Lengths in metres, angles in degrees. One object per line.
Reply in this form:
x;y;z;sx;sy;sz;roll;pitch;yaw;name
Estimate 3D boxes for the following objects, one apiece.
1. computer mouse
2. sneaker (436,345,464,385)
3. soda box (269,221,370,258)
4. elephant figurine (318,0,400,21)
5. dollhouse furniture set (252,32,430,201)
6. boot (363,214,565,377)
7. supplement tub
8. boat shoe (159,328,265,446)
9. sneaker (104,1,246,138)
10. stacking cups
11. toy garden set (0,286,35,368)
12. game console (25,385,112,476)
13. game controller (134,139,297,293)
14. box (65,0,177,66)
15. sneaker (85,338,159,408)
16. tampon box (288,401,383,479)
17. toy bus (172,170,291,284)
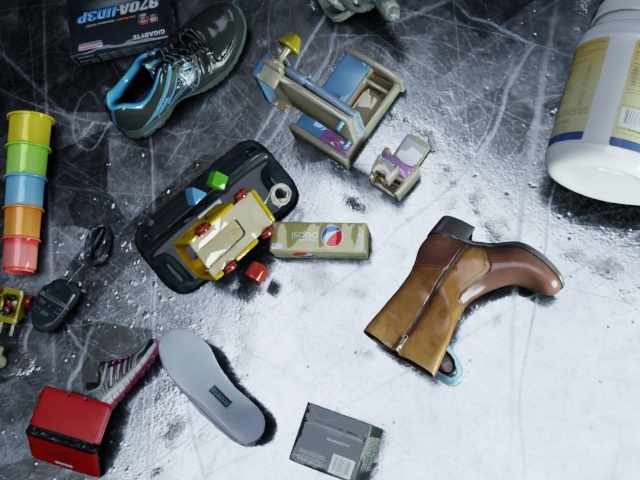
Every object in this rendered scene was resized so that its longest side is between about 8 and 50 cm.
-0.478;0.074;1.875;0.071;0.041;0.242;30;76;16;computer mouse
0.200;0.182;1.716;0.063;0.073;0.162;-39;74;-1;sneaker
0.000;0.000;1.797;0.181;0.061;0.058;2;77;10;soda box
0.047;-0.504;1.872;0.169;0.186;0.239;-34;101;35;elephant figurine
0.069;-0.259;1.724;0.286;0.303;0.198;33;85;15;dollhouse furniture set
0.252;0.112;1.672;0.264;0.096;0.280;28;65;15;boot
0.538;-0.243;1.683;0.228;0.228;0.316;16;80;12;supplement tub
-0.205;0.275;1.752;0.095;0.084;0.258;-33;74;-25;boat shoe
-0.278;-0.339;1.881;0.125;0.140;0.341;42;87;12;sneaker
-0.589;-0.092;1.906;0.095;0.096;0.317;2;80;10;stacking cups
-0.682;0.178;1.871;0.203;0.049;0.244;13;79;12;toy garden set
-0.460;0.355;1.787;0.143;0.124;0.085;14;42;12;game console
-0.200;-0.046;1.850;0.319;0.067;0.166;-40;88;-1;game controller
-0.408;-0.465;1.979;0.220;0.051;0.175;-10;76;6;box
-0.373;0.239;1.799;0.075;0.063;0.170;42;91;9;sneaker
0.029;0.349;1.658;0.120;0.161;0.102;17;80;14;tampon box
-0.172;-0.020;1.761;0.202;0.104;0.191;8;85;-33;toy bus
